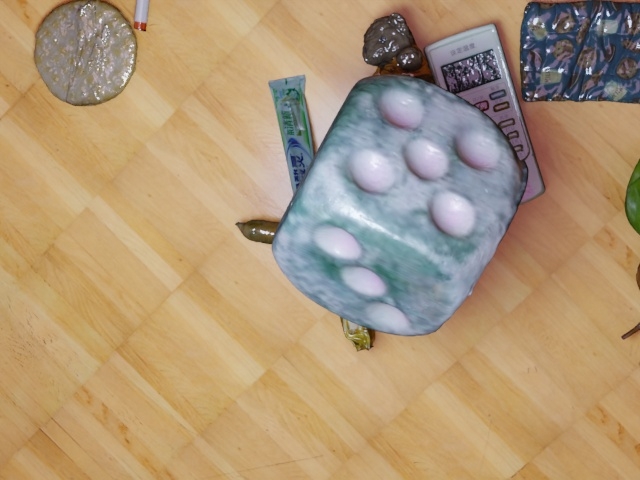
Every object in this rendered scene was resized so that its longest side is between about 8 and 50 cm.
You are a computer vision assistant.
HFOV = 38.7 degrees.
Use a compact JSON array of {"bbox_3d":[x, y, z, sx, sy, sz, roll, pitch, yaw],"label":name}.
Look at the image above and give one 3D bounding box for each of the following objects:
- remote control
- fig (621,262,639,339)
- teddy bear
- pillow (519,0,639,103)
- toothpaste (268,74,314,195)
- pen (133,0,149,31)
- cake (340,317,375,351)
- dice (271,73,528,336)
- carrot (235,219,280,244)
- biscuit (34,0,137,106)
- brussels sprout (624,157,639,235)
[{"bbox_3d":[0.312,-0.225,1.723,0.145,0.050,0.344,-18,95,10],"label":"remote control"},{"bbox_3d":[0.649,0.113,1.708,0.146,0.133,0.201,36,126,29],"label":"fig"},{"bbox_3d":[0.140,-0.323,1.690,0.140,0.177,0.190,-19,91,-30],"label":"teddy bear"},{"bbox_3d":[0.498,-0.348,1.688,0.255,0.034,0.189,2,99,7],"label":"pillow"},{"bbox_3d":[-0.042,-0.173,1.764,0.074,0.048,0.297,-10,84,8],"label":"toothpaste"},{"bbox_3d":[-0.338,-0.528,1.771,0.028,0.028,0.239,9,100,6],"label":"pen"},{"bbox_3d":[0.055,0.135,1.780,0.079,0.116,0.185,-8,102,10],"label":"cake"},{"bbox_3d":[0.134,-0.053,1.571,0.348,0.328,0.330,26,59,-3],"label":"dice"},{"bbox_3d":[0.000,0.000,1.784,0.342,0.070,0.070,8,99,6],"label":"carrot"},{"bbox_3d":[-0.467,-0.372,1.808,0.219,0.033,0.220,1,99,9],"label":"biscuit"},{"bbox_3d":[0.667,-0.075,1.618,0.244,0.244,0.244,1,99,7],"label":"brussels sprout"}]
